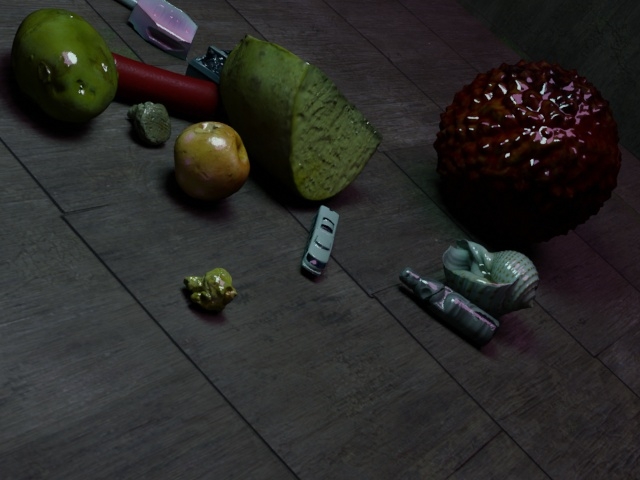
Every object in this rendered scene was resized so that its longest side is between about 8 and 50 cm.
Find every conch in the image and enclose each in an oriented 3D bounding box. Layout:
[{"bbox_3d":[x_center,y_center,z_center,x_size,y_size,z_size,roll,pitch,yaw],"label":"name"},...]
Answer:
[{"bbox_3d":[0.333,0.085,2.048,0.172,0.131,0.200,-29,36,-32],"label":"conch"}]

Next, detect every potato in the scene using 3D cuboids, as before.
[{"bbox_3d":[-0.434,-0.302,1.768,0.186,0.148,0.253,6,41,-40],"label":"potato"},{"bbox_3d":[-0.091,-0.235,2.020,0.280,0.213,0.330,29,-5,34],"label":"potato"}]

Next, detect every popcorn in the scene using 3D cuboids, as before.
[{"bbox_3d":[-0.169,0.073,1.589,0.083,0.068,0.059,18,-12,21],"label":"popcorn"}]

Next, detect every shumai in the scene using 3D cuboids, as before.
[{"bbox_3d":[-0.319,-0.215,1.871,0.080,0.082,0.083,9,-4,35],"label":"shumai"}]

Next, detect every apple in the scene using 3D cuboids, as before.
[{"bbox_3d":[-0.187,-0.137,1.796,0.146,0.146,0.146,27,30,-17],"label":"apple"}]

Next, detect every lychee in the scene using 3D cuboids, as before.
[{"bbox_3d":[0.469,-0.198,2.349,0.424,0.424,0.500,42,4,11],"label":"lychee"}]

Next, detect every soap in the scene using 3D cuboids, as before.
[{"bbox_3d":[-0.329,-0.455,2.195,0.149,0.056,0.100,30,42,-13],"label":"soap"}]

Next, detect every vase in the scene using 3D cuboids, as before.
[{"bbox_3d":[0.239,0.119,1.961,0.211,0.060,0.060,36,28,-1],"label":"vase"}]

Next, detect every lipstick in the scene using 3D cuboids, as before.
[{"bbox_3d":[-0.308,-0.291,1.962,0.241,0.080,0.080,11,37,-37],"label":"lipstick"}]

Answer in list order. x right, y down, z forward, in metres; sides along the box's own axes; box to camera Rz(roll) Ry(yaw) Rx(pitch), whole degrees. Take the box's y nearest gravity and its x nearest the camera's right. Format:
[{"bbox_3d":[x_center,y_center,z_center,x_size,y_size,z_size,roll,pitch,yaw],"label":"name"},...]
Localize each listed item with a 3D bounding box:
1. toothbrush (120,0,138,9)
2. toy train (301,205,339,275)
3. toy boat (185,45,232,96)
[{"bbox_3d":[-0.470,-0.549,2.223,0.342,0.030,0.025,29,29,-13],"label":"toothbrush"},{"bbox_3d":[0.000,0.000,1.895,0.043,0.047,0.207,30,27,-8],"label":"toy train"},{"bbox_3d":[-0.197,-0.363,2.172,0.093,0.103,0.246,35,25,6],"label":"toy boat"}]
